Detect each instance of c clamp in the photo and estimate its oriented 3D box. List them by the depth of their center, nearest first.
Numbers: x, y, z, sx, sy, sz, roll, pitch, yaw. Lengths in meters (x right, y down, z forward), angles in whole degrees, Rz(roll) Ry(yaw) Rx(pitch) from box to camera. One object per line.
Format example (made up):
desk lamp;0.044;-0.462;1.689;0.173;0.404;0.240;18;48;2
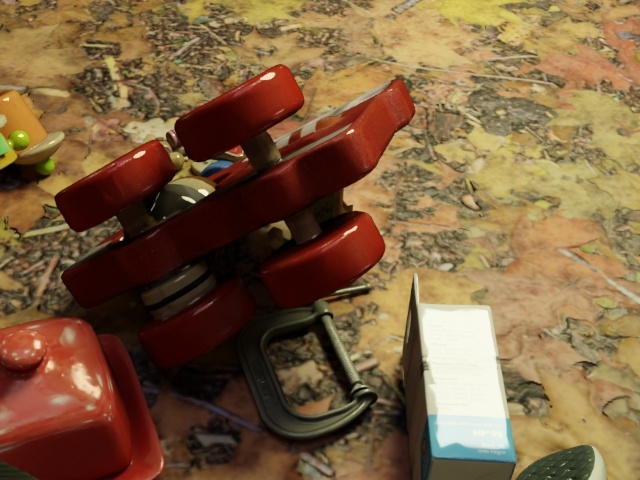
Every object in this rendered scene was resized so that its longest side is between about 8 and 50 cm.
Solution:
c clamp;-0.001;0.098;0.771;0.137;0.022;0.160;-8;43;-12

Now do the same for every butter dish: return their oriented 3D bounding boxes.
butter dish;-0.213;0.114;0.671;0.160;0.118;0.160;-15;46;-17

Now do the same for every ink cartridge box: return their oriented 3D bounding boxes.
ink cartridge box;0.101;0.121;0.691;0.060;0.104;0.180;2;43;-1

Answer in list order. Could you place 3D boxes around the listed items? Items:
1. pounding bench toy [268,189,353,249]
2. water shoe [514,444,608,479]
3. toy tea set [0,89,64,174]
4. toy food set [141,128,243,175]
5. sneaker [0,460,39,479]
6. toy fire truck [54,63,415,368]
pounding bench toy;0.000;0.000;0.854;0.083;0.065;0.052;-23;37;23
water shoe;0.172;0.216;0.617;0.073;0.080;0.203;-24;8;23
toy tea set;-0.375;-0.027;0.848;0.336;0.124;0.200;-35;25;-30
toy food set;-0.136;-0.100;0.979;0.122;0.019;0.077;6;43;3
sneaker;-0.253;0.196;0.538;0.331;0.146;0.122;13;-5;45
toy fire truck;-0.067;-0.039;0.789;0.302;0.169;0.254;-26;11;21
